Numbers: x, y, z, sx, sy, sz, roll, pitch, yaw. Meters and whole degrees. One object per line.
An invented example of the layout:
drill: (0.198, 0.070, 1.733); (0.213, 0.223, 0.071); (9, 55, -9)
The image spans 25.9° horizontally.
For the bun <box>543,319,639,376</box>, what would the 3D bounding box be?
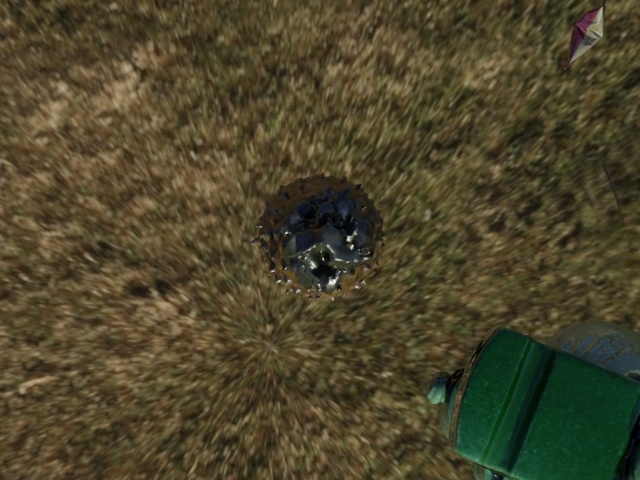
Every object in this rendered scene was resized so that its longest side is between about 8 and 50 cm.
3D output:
bun: (0.285, 0.184, 1.482); (0.118, 0.195, 0.195); (-18, 85, -48)

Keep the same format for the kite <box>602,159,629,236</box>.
kite: (0.236, -0.039, 1.124); (0.002, 0.078, 0.044); (-22, 117, 15)

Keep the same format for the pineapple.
pineapple: (0.000, 0.000, 1.055); (0.108, 0.198, 0.108); (0, 94, -1)

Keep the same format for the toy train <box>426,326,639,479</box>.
toy train: (0.096, 0.079, 0.557); (0.104, 0.178, 0.071); (23, 84, 1)

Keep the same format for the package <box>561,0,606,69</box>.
package: (0.267, -0.207, 1.400); (0.029, 0.059, 0.083); (31, 104, 3)
